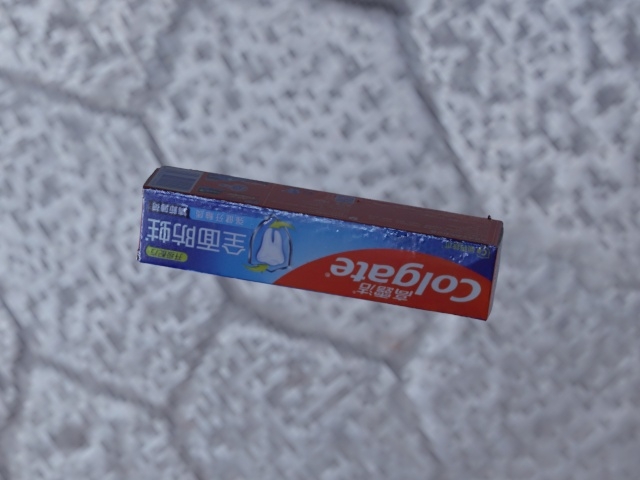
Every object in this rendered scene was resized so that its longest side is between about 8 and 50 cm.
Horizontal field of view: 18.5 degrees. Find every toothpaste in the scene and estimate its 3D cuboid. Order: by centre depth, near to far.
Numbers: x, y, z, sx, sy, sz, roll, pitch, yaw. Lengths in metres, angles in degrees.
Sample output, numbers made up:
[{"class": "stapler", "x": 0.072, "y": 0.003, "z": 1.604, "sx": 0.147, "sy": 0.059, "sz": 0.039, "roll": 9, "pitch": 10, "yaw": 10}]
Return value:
[{"class": "toothpaste", "x": 0.000, "y": 0.001, "z": 1.748, "sx": 0.320, "sy": 0.066, "sz": 0.076, "roll": 9, "pitch": 113, "yaw": 8}]
